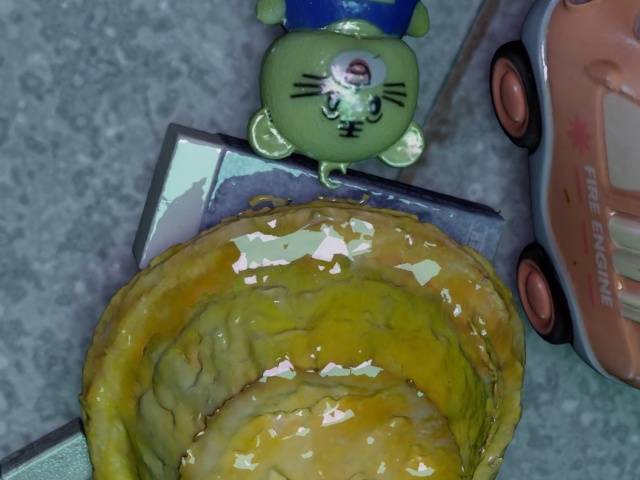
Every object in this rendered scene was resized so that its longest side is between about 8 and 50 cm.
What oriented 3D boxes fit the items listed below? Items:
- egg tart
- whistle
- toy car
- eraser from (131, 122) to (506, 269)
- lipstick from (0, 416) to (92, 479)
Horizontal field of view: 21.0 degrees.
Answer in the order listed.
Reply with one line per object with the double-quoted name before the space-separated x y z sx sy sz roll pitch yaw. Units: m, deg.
"egg tart" -0.008 0.113 1.007 0.288 0.118 0.288 -3 121 -6
"whistle" 0.016 -0.142 0.988 0.105 0.085 0.227 4 91 -13
"toy car" 0.227 -0.033 0.982 0.180 0.212 0.271 -14 106 -17
"eraser" 0.000 0.000 1.044 0.212 0.046 0.092 14 102 -15
"lipstick" -0.196 0.156 1.054 0.129 0.030 0.030 -29 108 -3
